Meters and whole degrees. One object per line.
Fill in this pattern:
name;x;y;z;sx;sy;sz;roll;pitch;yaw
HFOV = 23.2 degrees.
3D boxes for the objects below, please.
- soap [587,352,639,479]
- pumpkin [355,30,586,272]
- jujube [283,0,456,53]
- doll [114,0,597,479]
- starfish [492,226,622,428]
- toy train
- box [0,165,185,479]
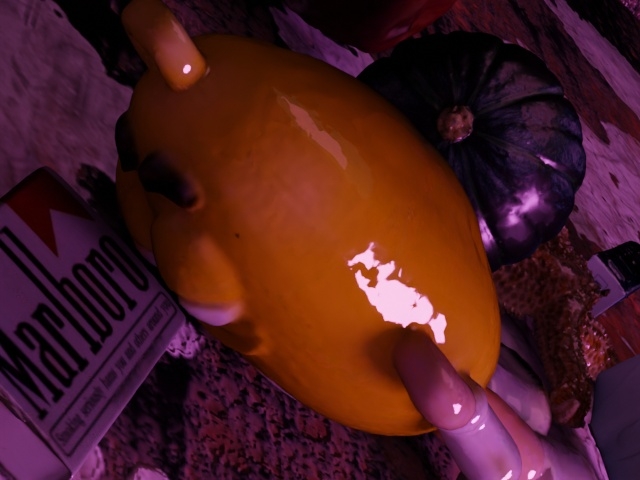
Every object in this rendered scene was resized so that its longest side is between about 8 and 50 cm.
soap;0.283;0.186;1.146;0.091;0.145;0.230;53;13;-38
pumpkin;0.105;-0.066;1.189;0.150;0.194;0.194;80;-10;-51
jujube;0.015;-0.359;1.406;0.376;0.258;0.258;57;23;15
doll;0.025;0.028;0.923;0.423;0.161;0.348;48;0;-10
starfish;0.196;0.022;1.353;0.301;0.084;0.293;0;55;-57
toy train;0.296;0.036;1.564;0.052;0.051;0.234;54;19;9
box;-0.136;0.039;0.752;0.115;0.036;0.177;48;22;-7
